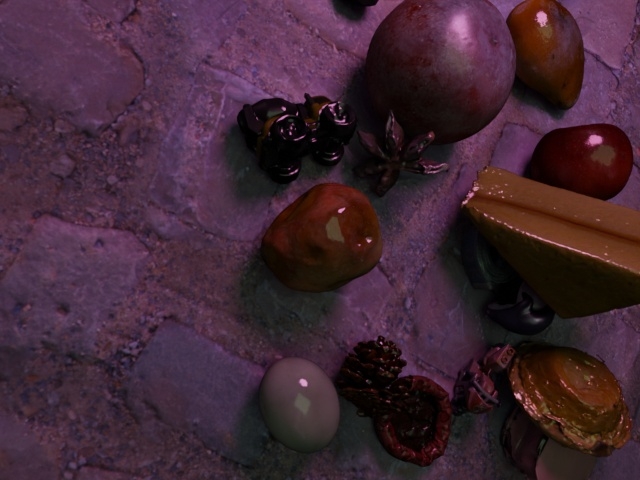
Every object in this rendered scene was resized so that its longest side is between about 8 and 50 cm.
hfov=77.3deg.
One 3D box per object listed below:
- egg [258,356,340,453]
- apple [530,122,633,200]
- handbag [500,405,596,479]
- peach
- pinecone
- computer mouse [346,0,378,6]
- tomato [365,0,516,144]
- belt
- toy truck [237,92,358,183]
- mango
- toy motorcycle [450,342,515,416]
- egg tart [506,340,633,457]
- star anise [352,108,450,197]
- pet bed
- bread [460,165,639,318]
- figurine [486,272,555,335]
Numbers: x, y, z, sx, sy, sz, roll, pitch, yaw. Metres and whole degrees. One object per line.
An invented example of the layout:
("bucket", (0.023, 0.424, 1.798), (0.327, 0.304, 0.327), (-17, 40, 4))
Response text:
("egg", (-0.040, 0.319, 0.781), (0.150, 0.149, 0.192), (-29, 103, -18))
("apple", (0.649, -0.188, 1.005), (0.219, 0.218, 0.201), (-10, 93, -18))
("handbag", (0.554, 0.495, 0.979), (0.179, 0.116, 0.205), (40, 76, -11))
("peach", (0.000, 0.000, 0.788), (0.236, 0.214, 0.214), (-25, 94, -11))
("pinecone", (0.115, 0.284, 0.838), (0.174, 0.174, 0.173), (1, 86, -18))
("computer mouse", (0.075, -0.607, 0.932), (0.099, 0.057, 0.172), (-33, 85, -15))
("tomato", (0.251, -0.366, 0.864), (0.317, 0.283, 0.315), (4, 82, -30))
("belt", (0.427, 0.023, 0.989), (0.148, 0.082, 0.162), (-23, 93, -14))
("toy truck", (-0.045, -0.236, 0.832), (0.225, 0.147, 0.165), (-24, 71, -21))
("mango", (0.598, -0.484, 1.047), (0.316, 0.146, 0.192), (42, 79, -21))
("toy motorcycle", (0.385, 0.326, 0.934), (0.084, 0.118, 0.212), (42, 74, 4))
("egg tart", (0.584, 0.340, 0.927), (0.296, 0.116, 0.294), (8, 43, -7))
("star anise", (0.148, -0.179, 0.854), (0.171, 0.208, 0.063), (53, 46, -18))
("pet bed", (0.213, 0.404, 0.909), (0.202, 0.053, 0.200), (3, 80, -18))
("bread", (0.514, -0.043, 0.860), (0.362, 0.245, 0.233), (42, 52, -4))
("figurine", (0.518, 0.148, 0.984), (0.222, 0.145, 0.145), (-32, 96, -19))
